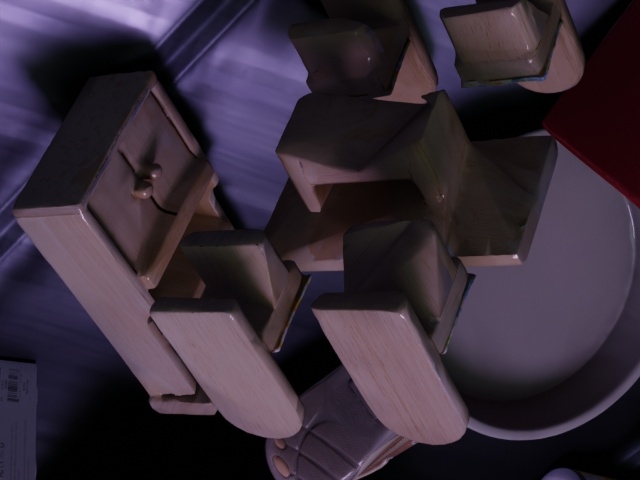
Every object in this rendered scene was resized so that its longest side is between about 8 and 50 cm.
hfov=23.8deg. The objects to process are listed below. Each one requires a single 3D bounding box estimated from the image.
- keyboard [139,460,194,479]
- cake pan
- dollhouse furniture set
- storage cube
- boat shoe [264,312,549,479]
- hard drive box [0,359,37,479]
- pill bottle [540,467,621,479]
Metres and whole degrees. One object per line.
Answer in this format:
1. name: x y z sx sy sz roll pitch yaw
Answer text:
1. keyboard: -0.158 0.314 1.663 0.100 0.038 0.192 -39 129 -7
2. cake pan: 0.197 0.036 1.380 0.293 0.054 0.293 -7 107 -24
3. dollhouse furniture set: 0.000 0.000 1.204 0.394 0.362 0.256 -2 137 30
4. storage cube: 0.334 -0.092 1.249 0.183 0.193 0.215 29 103 -31
5. boat shoe: 0.090 0.135 1.503 0.324 0.123 0.116 -34 162 8
6. hard drive box: -0.385 0.193 1.405 0.232 0.181 0.089 10 130 -17
7. pill bottle: 0.333 0.320 1.703 0.184 0.103 0.103 15 127 -23
